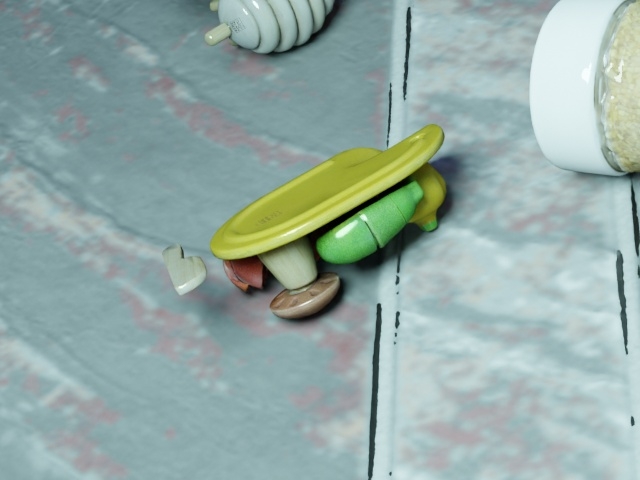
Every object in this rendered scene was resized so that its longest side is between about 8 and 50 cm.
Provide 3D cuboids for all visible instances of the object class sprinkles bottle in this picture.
[{"bbox_3d":[0.313,-0.090,1.226,0.355,0.121,0.121,7,48,32],"label":"sprinkles bottle"}]

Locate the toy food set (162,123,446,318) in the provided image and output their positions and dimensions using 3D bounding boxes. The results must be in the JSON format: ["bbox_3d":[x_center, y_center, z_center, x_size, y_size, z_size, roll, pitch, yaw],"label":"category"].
[{"bbox_3d":[0.000,0.000,1.332,0.218,0.071,0.128,-29,15,-10],"label":"toy food set"}]

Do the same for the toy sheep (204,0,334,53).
[{"bbox_3d":[-0.039,-0.188,1.543,0.132,0.091,0.091,-40,42,-22],"label":"toy sheep"}]
